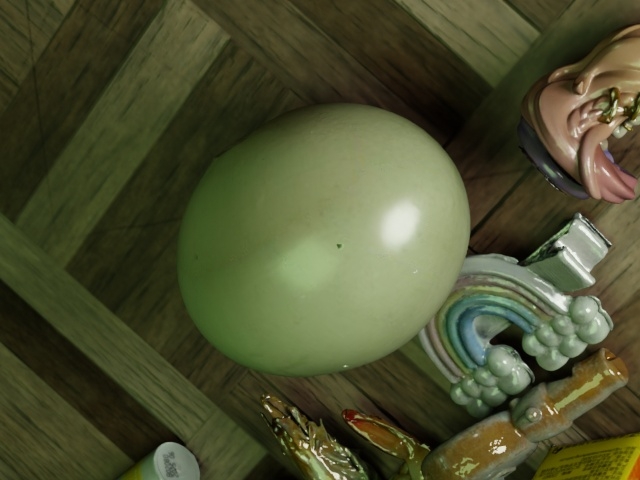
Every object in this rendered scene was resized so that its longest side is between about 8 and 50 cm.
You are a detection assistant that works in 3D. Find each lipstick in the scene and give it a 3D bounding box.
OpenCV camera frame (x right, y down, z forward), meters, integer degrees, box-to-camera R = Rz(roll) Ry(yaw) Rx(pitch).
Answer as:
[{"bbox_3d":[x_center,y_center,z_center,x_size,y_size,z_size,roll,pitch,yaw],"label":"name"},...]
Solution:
[{"bbox_3d":[-0.220,0.288,1.867,0.059,0.059,0.264,48,126,-3],"label":"lipstick"}]

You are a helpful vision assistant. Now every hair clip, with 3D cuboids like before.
[{"bbox_3d":[0.158,0.059,1.557,0.140,0.054,0.220,40,131,-12],"label":"hair clip"}]

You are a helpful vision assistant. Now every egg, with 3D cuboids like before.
[{"bbox_3d":[0.000,0.000,1.498,0.269,0.219,0.219,-22,104,34],"label":"egg"}]

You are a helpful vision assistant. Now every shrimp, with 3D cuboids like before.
[{"bbox_3d":[0.041,0.211,1.692,0.236,0.053,0.133,45,131,-7],"label":"shrimp"}]

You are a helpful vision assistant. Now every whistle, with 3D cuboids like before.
[{"bbox_3d":[0.172,0.166,1.578,0.220,0.107,0.057,-37,73,22],"label":"whistle"}]

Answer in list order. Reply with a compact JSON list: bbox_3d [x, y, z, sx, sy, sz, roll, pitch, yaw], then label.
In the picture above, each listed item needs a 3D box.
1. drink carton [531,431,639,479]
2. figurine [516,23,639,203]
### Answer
[{"bbox_3d":[0.203,0.308,1.474,0.111,0.351,0.154,-17,107,34],"label":"drink carton"},{"bbox_3d":[0.215,-0.101,1.398,0.114,0.126,0.157,7,132,-26],"label":"figurine"}]
